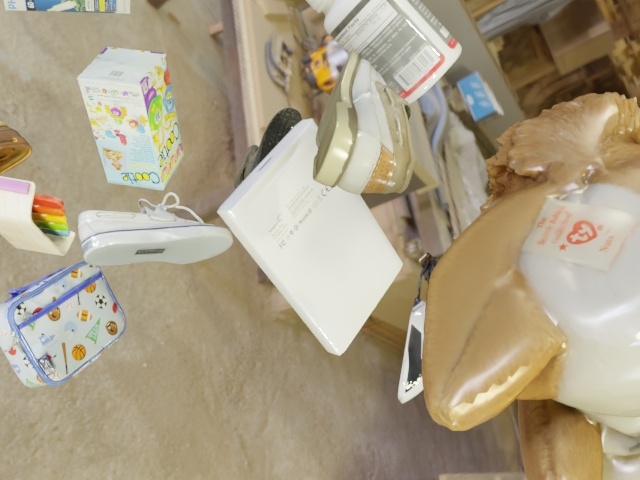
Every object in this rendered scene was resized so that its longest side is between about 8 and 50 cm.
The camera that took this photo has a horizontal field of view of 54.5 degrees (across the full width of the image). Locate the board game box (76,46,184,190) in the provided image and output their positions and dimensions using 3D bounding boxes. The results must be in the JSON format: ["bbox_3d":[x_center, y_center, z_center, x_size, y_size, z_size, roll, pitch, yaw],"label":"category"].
[{"bbox_3d":[-0.415,-0.270,1.397,0.142,0.144,0.275,-74,169,-45],"label":"board game box"}]

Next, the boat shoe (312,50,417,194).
[{"bbox_3d":[0.057,-0.144,0.783,0.103,0.113,0.302,19,36,-8],"label":"boat shoe"}]

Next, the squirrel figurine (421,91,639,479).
[{"bbox_3d":[0.277,0.081,0.600,0.370,0.280,0.397,53,26,-41],"label":"squirrel figurine"}]

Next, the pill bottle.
[{"bbox_3d":[0.110,-0.400,1.148,0.283,0.161,0.161,44,31,-10],"label":"pill bottle"}]

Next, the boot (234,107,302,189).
[{"bbox_3d":[-0.147,-0.228,1.571,0.083,0.247,0.161,24,4,-29],"label":"boot"}]

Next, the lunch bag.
[{"bbox_3d":[-0.628,0.194,1.497,0.303,0.114,0.243,-45,119,-56],"label":"lunch bag"}]

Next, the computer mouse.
[{"bbox_3d":[0.133,0.112,0.788,0.106,0.042,0.193,38,62,-78],"label":"computer mouse"}]

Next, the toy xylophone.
[{"bbox_3d":[-0.704,-0.050,1.434,0.236,0.323,0.081,12,69,-9],"label":"toy xylophone"}]

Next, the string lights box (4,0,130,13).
[{"bbox_3d":[-0.547,-0.568,1.337,0.259,0.133,0.077,-7,64,-20],"label":"string lights box"}]

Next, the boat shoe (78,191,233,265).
[{"bbox_3d":[-0.376,-0.035,1.420,0.367,0.136,0.157,-4,62,-40],"label":"boat shoe"}]

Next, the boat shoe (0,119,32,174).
[{"bbox_3d":[-0.411,-0.085,0.722,0.060,0.064,0.178,29,40,2],"label":"boat shoe"}]

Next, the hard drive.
[{"bbox_3d":[0.000,0.000,1.092,0.233,0.047,0.353,-52,123,-26],"label":"hard drive"}]
